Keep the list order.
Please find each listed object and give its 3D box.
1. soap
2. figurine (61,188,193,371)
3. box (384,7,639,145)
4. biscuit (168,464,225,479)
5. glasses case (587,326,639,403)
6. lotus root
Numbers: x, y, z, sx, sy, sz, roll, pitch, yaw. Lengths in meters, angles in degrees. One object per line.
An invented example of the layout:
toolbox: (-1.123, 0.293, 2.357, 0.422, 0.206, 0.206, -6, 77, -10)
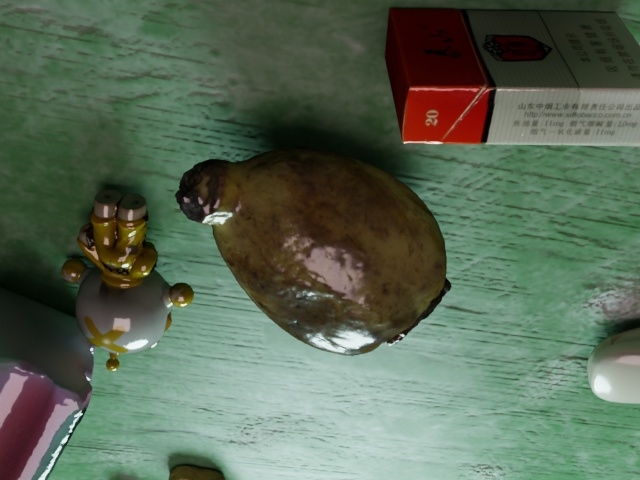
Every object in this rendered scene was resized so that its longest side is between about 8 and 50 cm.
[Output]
soap: (-0.302, 0.202, 0.683, 0.109, 0.193, 0.323, 26, 100, -18)
figurine: (-0.149, 0.031, 0.634, 0.101, 0.068, 0.143, 32, 124, -8)
box: (0.121, -0.103, 0.505, 0.152, 0.100, 0.048, 2, 129, -5)
biscuit: (-0.129, 0.335, 0.935, 0.144, 0.040, 0.236, -19, 128, 21)
glasses case: (0.345, 0.107, 0.738, 0.204, 0.051, 0.081, -6, 131, 2)
lotus root: (0.000, 0.000, 0.576, 0.214, 0.138, 0.138, 34, 122, -28)
